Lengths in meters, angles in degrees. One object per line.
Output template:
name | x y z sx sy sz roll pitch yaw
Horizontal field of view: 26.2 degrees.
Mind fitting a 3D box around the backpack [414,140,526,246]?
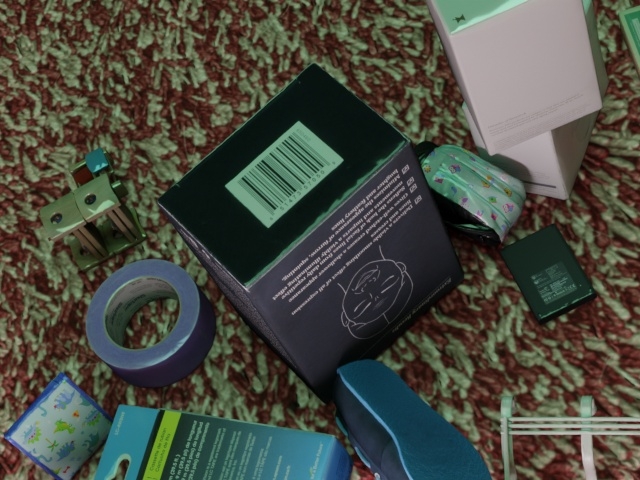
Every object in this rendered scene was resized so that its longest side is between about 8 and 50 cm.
backpack | 0.215 -0.071 2.073 0.182 0.152 0.115 31 88 16

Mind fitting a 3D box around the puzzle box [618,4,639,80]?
puzzle box | 0.630 -0.231 2.054 0.272 0.052 0.409 -16 51 9

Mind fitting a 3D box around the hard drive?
hard drive | 0.336 0.048 2.038 0.094 0.022 0.135 -26 58 2

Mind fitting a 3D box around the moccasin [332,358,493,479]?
moccasin | 0.132 0.304 1.907 0.138 0.116 0.342 -7 39 -27

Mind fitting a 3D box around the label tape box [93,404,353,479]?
label tape box | -0.153 0.384 1.955 0.348 0.115 0.249 5 63 23

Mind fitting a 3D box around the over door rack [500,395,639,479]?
over door rack | 0.355 0.369 1.818 0.240 0.108 0.324 -2 75 17

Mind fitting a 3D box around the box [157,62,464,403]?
box | 0.000 0.000 1.949 0.293 0.395 0.212 -42 57 -9

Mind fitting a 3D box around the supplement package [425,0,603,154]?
supplement package | 0.249 -0.283 1.822 0.175 0.293 0.177 -23 59 6

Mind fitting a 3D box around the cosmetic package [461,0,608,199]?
cosmetic package | 0.327 -0.220 2.070 0.138 0.224 0.224 13 66 23

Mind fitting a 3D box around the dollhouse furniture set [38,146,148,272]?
dollhouse furniture set | -0.393 -0.070 2.268 0.129 0.129 0.183 -29 59 1

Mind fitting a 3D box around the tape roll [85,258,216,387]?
tape roll | -0.264 0.129 2.148 0.189 0.080 0.189 -8 60 14

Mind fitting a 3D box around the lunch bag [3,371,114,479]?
lunch bag | -0.396 0.275 2.066 0.096 0.151 0.129 34 77 29
